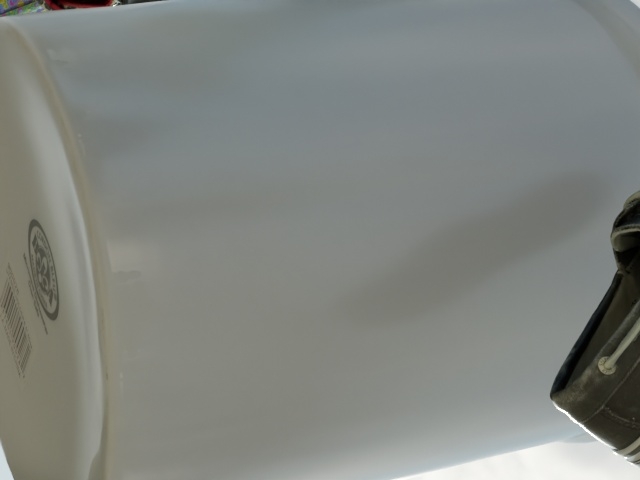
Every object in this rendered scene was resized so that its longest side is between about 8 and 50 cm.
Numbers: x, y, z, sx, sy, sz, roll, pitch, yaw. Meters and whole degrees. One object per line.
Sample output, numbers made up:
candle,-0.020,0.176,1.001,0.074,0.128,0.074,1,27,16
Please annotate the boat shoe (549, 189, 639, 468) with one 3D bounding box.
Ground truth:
boat shoe,0.179,0.002,0.585,0.070,0.219,0.078,34,-25,-3

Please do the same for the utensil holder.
utensil holder,0.000,0.000,0.768,0.327,0.385,0.328,24,-62,57

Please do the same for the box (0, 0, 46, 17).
box,-0.395,-0.267,1.478,0.177,0.290,0.279,45,-43,10

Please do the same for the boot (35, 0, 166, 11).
boot,-0.196,-0.226,1.103,0.085,0.236,0.178,-47,-143,11
